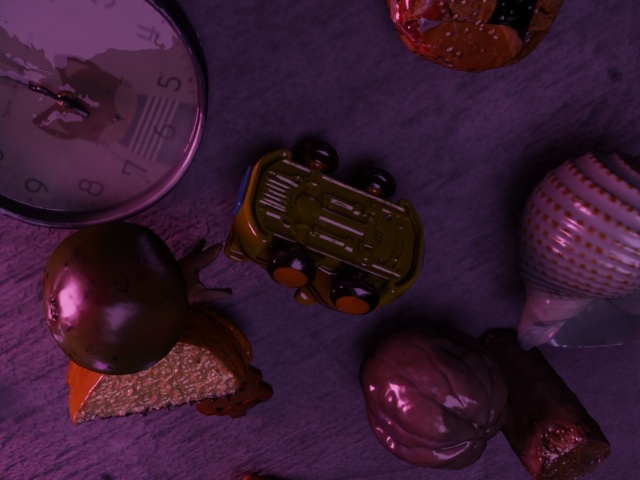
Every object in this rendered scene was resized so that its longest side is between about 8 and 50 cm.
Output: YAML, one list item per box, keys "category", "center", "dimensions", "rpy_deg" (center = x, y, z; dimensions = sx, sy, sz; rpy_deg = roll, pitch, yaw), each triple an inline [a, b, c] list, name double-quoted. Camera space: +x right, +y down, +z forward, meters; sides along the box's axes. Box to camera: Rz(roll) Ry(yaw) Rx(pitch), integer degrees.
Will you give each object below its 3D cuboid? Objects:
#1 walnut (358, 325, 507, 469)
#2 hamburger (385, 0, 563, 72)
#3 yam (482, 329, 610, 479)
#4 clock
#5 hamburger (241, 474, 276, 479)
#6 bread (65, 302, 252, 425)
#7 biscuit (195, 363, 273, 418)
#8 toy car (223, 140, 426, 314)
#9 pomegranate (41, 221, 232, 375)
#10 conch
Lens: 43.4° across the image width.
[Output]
- category: "walnut"
  center: [0.160, 0.222, 1.164]
  dimensions: [0.224, 0.224, 0.224]
  rpy_deg: [-6, 122, -10]
- category: "hamburger"
  center: [0.177, -0.301, 0.912]
  dimensions: [0.230, 0.107, 0.231]
  rpy_deg: [-9, 130, -11]
- category: "yam"
  center: [0.323, 0.252, 1.200]
  dimensions: [0.129, 0.238, 0.128]
  rpy_deg: [-3, 124, -20]
- category: "clock"
  center: [-0.284, -0.161, 0.902]
  dimensions: [0.324, 0.067, 0.325]
  rpy_deg: [-7, 123, -10]
- category: "hamburger"
  center: [-0.078, 0.447, 1.282]
  dimensions: [0.147, 0.138, 0.083]
  rpy_deg: [25, 113, -19]
- category: "bread"
  center: [-0.223, 0.146, 1.069]
  dimensions: [0.260, 0.129, 0.134]
  rpy_deg: [-12, 118, -7]
- category: "biscuit"
  center: [-0.136, 0.216, 1.197]
  dimensions: [0.119, 0.019, 0.130]
  rpy_deg: [-16, 123, -4]
- category: "toy car"
  center: [0.000, 0.000, 1.012]
  dimensions: [0.247, 0.201, 0.142]
  rpy_deg: [25, 143, -12]
- category: "pomegranate"
  center: [-0.212, 0.059, 0.949]
  dimensions: [0.224, 0.181, 0.182]
  rpy_deg: [-17, 128, -37]
- category: "conch"
  center: [0.397, 0.012, 1.097]
  dimensions: [0.302, 0.215, 0.319]
  rpy_deg: [18, 147, -17]
